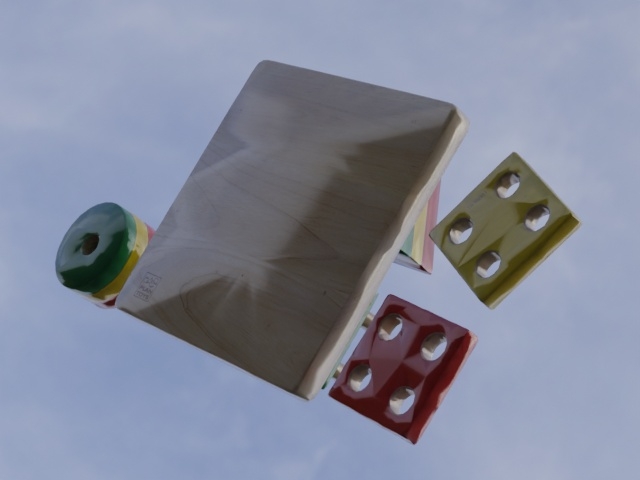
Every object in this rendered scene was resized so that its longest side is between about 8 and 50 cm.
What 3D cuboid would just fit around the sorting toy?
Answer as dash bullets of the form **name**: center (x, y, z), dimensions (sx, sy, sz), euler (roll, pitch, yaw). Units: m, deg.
- **sorting toy**: center (0.000, 0.000, 0.693), dimensions (0.274, 0.132, 0.046), euler (19, -14, 49)
